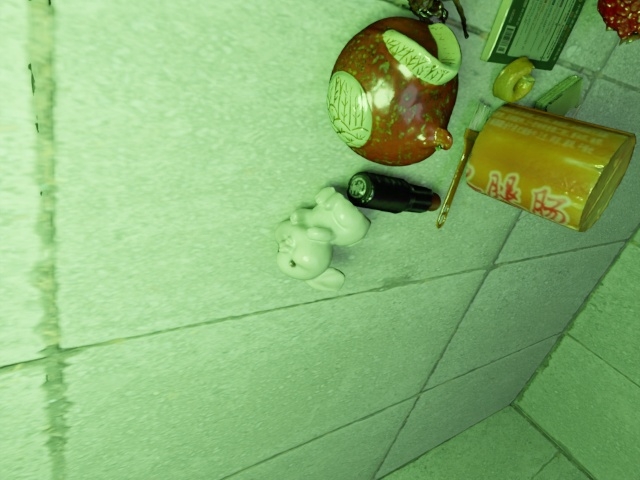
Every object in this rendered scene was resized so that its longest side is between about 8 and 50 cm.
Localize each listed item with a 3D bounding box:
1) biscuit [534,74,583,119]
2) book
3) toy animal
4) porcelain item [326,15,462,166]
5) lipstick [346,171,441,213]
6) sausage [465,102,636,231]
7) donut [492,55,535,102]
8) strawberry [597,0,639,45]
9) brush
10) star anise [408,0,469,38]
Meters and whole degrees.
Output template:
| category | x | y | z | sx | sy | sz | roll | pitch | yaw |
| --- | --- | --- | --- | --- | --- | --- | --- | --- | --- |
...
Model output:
| category | x | y | z | sx | sy | sz | roll | pitch | yaw |
| --- | --- | --- | --- | --- | --- | --- | --- | --- | --- |
| biscuit | 0.656 | -0.320 | 1.197 | 0.147 | 0.046 | 0.250 | -38 | 138 | -10 |
| book | 0.473 | -0.481 | 0.930 | 0.264 | 0.027 | 0.202 | -10 | 128 | -33 |
| toy animal | 0.008 | -0.001 | 0.865 | 0.178 | 0.127 | 0.193 | 26 | 101 | -49 |
| porcelain item | 0.143 | -0.229 | 0.712 | 0.253 | 0.253 | 0.253 | -22 | 134 | -25 |
| lipstick | 0.177 | -0.099 | 0.959 | 0.300 | 0.081 | 0.081 | 2 | 121 | -47 |
| sausage | 0.522 | -0.173 | 1.005 | 0.233 | 0.287 | 0.233 | -26 | 133 | -31 |
| donut | 0.443 | -0.358 | 0.976 | 0.097 | 0.043 | 0.108 | -40 | 146 | 18 |
| strawberry | 0.693 | -0.606 | 0.960 | 0.233 | 0.138 | 0.306 | -44 | 117 | -31 |
| brush | 0.337 | -0.173 | 1.034 | 0.090 | 0.017 | 0.314 | -5 | 117 | -50 |
| star anise | 0.194 | -0.390 | 0.720 | 0.070 | 0.097 | 0.191 | -43 | 142 | 21 |
